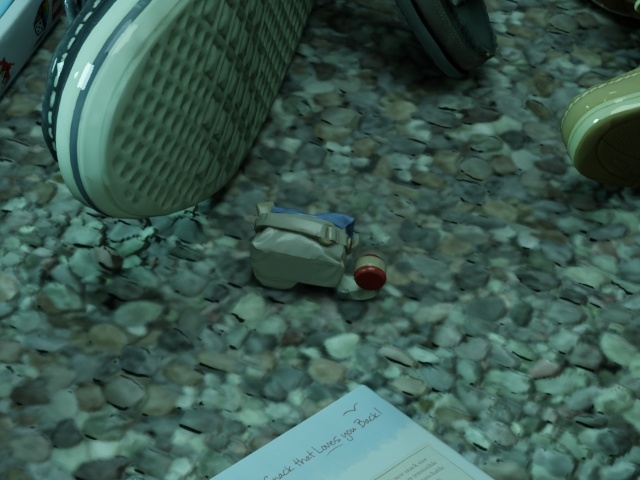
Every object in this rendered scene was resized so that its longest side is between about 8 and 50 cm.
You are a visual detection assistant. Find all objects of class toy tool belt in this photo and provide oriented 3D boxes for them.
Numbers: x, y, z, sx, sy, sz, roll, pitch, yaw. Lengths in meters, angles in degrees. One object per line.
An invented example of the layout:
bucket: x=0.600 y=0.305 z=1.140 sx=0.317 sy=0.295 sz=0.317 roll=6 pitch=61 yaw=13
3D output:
toy tool belt: x=0.000 y=0.000 z=1.109 sx=0.083 sy=0.052 sz=0.051 roll=8 pitch=48 yaw=0

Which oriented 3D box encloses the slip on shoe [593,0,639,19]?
slip on shoe: x=0.247 y=-0.187 z=1.377 sx=0.135 sy=0.051 sz=0.041 roll=23 pitch=19 yaw=19

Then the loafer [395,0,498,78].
loafer: x=0.066 y=-0.239 z=1.250 sx=0.084 sy=0.267 sz=0.096 roll=-22 pitch=13 yaw=21

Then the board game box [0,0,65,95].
board game box: x=-0.308 y=-0.110 z=1.186 sx=0.193 sy=0.053 sz=0.305 roll=14 pitch=40 yaw=8

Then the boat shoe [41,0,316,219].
boat shoe: x=-0.096 y=-0.170 z=1.200 sx=0.156 sy=0.186 sz=0.500 roll=11 pitch=33 yaw=6

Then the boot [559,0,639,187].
boot: x=0.232 y=-0.152 z=1.253 sx=0.262 sy=0.095 sz=0.203 roll=-19 pitch=62 yaw=-26

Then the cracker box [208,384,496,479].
cracker box: x=0.045 y=0.182 z=0.881 sx=0.156 sy=0.067 sz=0.232 roll=-28 pitch=49 yaw=-35
